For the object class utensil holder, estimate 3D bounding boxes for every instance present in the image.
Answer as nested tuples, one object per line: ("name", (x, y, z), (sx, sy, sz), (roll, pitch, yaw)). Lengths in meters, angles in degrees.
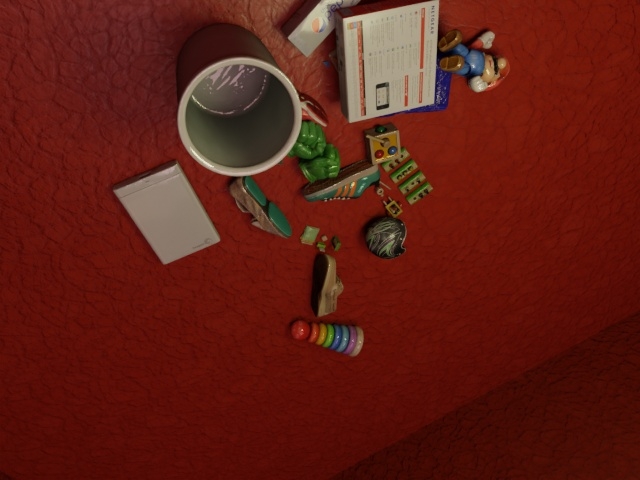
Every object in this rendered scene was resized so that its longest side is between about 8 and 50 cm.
("utensil holder", (-0.254, -0.419, 1.559), (0.327, 0.385, 0.328), (-9, 128, -12))

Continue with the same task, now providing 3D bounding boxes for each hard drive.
("hard drive", (-0.534, -0.091, 1.925), (0.233, 0.047, 0.353), (-23, 129, 0))

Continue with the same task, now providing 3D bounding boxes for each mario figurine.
("mario figurine", (0.529, -0.592, 1.786), (0.320, 0.170, 0.198), (2, 118, -45))

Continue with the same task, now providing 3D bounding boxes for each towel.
("towel", (0.303, -0.531, 1.852), (0.308, 0.076, 0.228), (-9, 128, -12))

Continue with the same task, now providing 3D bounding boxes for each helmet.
("helmet", (0.261, -0.014, 2.161), (0.169, 0.169, 0.161), (-26, 146, 2))

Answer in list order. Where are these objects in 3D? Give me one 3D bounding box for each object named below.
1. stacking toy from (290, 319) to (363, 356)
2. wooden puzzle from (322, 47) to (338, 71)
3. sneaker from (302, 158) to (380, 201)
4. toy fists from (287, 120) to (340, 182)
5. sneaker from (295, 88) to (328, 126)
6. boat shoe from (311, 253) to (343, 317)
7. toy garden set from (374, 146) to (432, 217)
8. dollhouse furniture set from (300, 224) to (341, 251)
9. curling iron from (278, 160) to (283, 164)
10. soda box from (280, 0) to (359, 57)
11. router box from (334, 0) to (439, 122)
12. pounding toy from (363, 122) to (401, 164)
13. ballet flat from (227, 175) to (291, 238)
("stacking toy", (0.022, 0.420, 2.437), (0.330, 0.141, 0.141), (17, 119, -20))
("wooden puzzle", (0.071, -0.594, 1.771), (0.116, 0.014, 0.078), (-37, 127, 11))
("sneaker", (0.085, -0.192, 2.009), (0.302, 0.108, 0.121), (-22, 124, -3))
("toy fists", (-0.024, -0.302, 1.865), (0.142, 0.096, 0.279), (-26, 140, 16))
("sneaker", (-0.083, -0.425, 1.822), (0.128, 0.087, 0.221), (-33, 133, 31))
("boat shoe", (0.034, 0.182, 2.268), (0.110, 0.122, 0.341), (-8, 137, -18))
("toy garden set", (0.304, -0.209, 2.104), (0.203, 0.049, 0.244), (-37, 127, 10))
("dollhouse furniture set", (0.000, 0.000, 2.153), (0.151, 0.059, 0.076), (13, 119, -26))
("curling iron", (-0.238, -0.323, 1.856), (0.274, 0.035, 0.068), (28, 113, -32))
("soda box", (0.017, -0.695, 1.626), (0.286, 0.098, 0.091), (-43, 128, 15))
("router box", (0.207, -0.559, 1.688), (0.301, 0.082, 0.336), (-14, 131, -10))
("pounding toy", (0.215, -0.349, 1.940), (0.130, 0.100, 0.141), (-17, 128, -6))
("ballet flat", (-0.226, -0.113, 1.988), (0.106, 0.108, 0.316), (-21, 126, 24))
